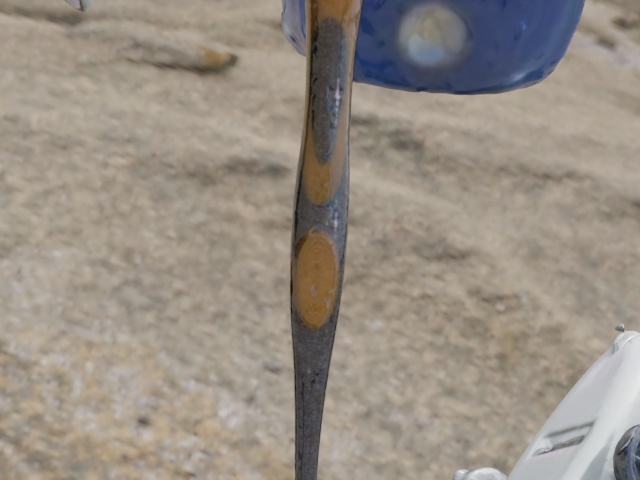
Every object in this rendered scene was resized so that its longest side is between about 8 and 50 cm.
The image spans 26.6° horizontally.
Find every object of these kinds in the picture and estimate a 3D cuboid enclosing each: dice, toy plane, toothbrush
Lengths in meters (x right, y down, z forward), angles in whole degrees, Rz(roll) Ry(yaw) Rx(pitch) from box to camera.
[{"bbox_3d":[0.054,-0.160,0.664,0.143,0.146,0.146,7,34,-7],"label":"dice"},{"bbox_3d":[0.166,0.139,0.744,0.118,0.252,0.252,50,16,-7],"label":"toy plane"},{"bbox_3d":[0.000,0.001,0.495,0.023,0.321,0.031,3,23,0],"label":"toothbrush"}]

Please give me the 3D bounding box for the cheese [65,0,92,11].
[{"bbox_3d":[-0.188,-0.240,0.913,0.137,0.227,0.064,38,64,23],"label":"cheese"}]
